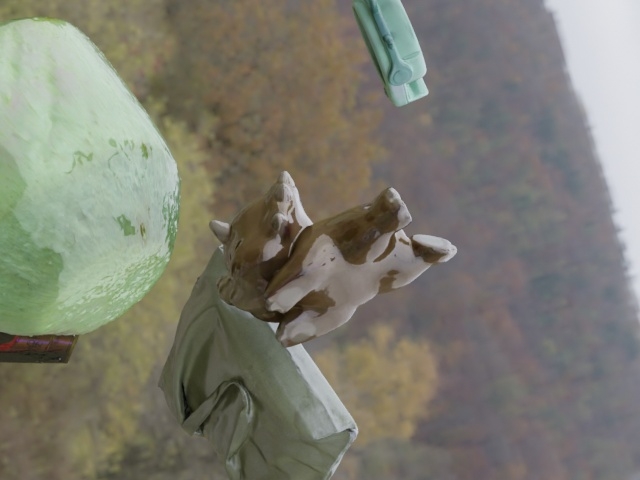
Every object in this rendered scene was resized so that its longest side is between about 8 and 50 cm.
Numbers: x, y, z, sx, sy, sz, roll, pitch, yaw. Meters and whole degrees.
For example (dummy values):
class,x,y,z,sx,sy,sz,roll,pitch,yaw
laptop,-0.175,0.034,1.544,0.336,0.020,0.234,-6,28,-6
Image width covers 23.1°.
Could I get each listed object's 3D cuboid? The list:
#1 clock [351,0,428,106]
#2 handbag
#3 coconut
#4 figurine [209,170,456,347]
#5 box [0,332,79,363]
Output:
class,x,y,z,sx,sy,sz,roll,pitch,yaw
clock,0.098,-0.287,2.227,0.211,0.066,0.159,60,7,-79
handbag,-0.090,0.201,1.966,0.316,0.109,0.253,51,-43,25
coconut,-0.292,-0.069,1.494,0.281,0.328,0.328,-53,-141,40
figurine,-0.005,0.000,1.825,0.177,0.247,0.173,40,17,-47
box,-0.409,0.086,1.889,0.159,0.240,0.071,120,-34,-48
